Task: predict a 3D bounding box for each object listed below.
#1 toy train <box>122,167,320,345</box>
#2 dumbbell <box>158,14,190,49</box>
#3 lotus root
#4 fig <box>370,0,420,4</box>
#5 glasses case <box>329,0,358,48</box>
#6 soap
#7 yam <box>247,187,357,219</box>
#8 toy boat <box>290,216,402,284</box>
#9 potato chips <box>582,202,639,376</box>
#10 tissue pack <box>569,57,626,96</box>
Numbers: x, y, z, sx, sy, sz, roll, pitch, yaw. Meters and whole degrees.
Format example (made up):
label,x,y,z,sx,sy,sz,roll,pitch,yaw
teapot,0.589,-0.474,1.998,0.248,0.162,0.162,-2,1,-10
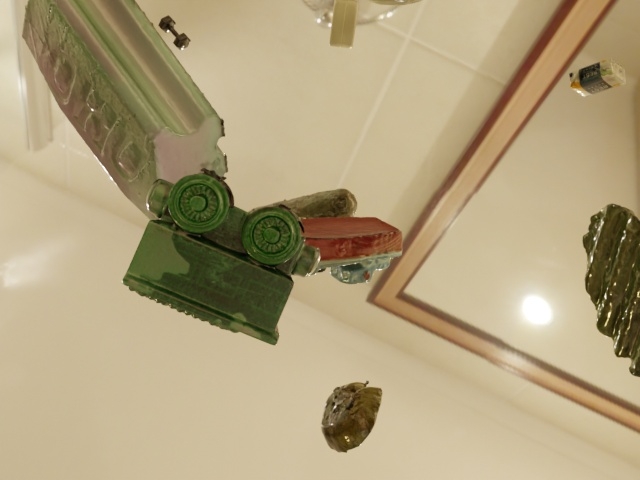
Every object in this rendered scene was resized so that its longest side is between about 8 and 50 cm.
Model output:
label,x,y,z,sx,sy,sz,roll,pitch,yaw
toy train,-0.140,0.016,0.898,0.266,0.145,0.201,23,-90,-7
dumbbell,-0.337,-0.479,1.411,0.083,0.040,0.036,50,-144,11
lotus root,0.062,0.425,1.537,0.078,0.183,0.203,44,-143,-20
fig,0.136,-0.587,1.211,0.271,0.239,0.239,16,-142,40
glasses case,0.071,-0.660,1.845,0.070,0.131,0.313,8,-158,0
soap,-0.362,-0.261,1.159,0.156,0.261,0.446,-39,-86,-36
yam,-0.055,-0.063,1.657,0.133,0.331,0.133,43,-142,-48
toy boat,0.015,0.031,1.305,0.332,0.133,0.145,-4,-156,-34
potato chips,0.676,0.109,1.140,0.097,0.373,0.389,-15,-83,-43
tissue pack,0.529,-0.310,1.169,0.062,0.083,0.042,17,-111,-38
